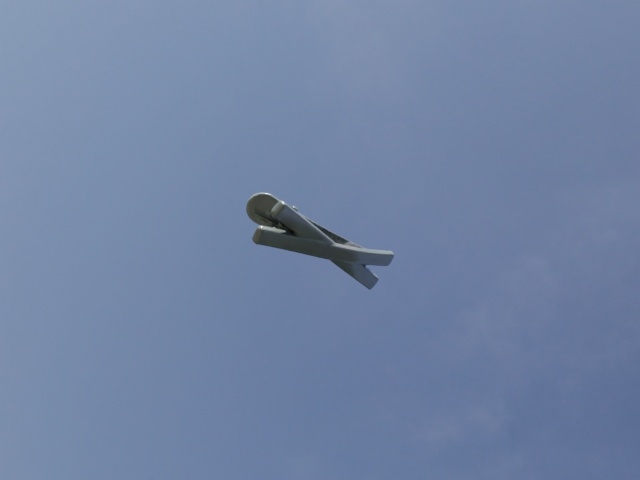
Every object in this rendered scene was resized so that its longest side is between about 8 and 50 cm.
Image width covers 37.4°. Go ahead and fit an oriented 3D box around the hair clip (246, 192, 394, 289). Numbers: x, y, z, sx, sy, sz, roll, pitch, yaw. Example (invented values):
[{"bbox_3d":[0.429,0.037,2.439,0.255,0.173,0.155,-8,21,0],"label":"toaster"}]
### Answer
[{"bbox_3d":[0.001,-0.001,0.599,0.030,0.115,0.039,-50,-138,15],"label":"hair clip"}]
